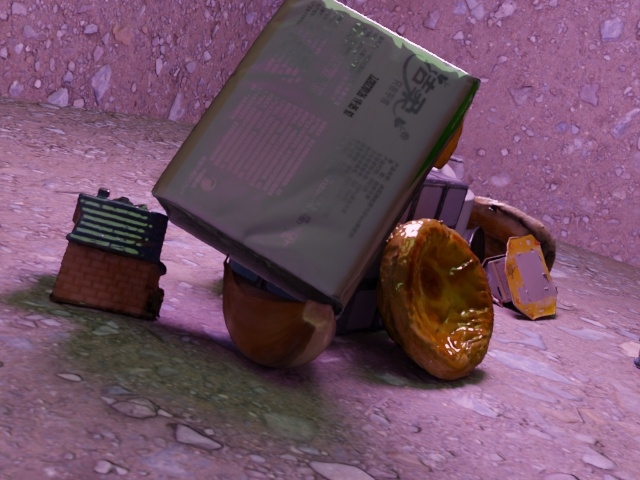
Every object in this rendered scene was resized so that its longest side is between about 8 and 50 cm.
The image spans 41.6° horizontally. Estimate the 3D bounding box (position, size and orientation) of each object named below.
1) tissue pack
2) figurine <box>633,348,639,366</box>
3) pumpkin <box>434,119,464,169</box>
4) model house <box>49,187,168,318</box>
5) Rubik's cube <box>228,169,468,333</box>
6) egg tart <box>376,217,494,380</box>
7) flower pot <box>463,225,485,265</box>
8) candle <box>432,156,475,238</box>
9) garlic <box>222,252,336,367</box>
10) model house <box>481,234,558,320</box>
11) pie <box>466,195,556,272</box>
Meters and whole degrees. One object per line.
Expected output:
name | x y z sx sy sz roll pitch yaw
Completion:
tissue pack | -0.005 -0.132 1.284 0.332 0.405 0.205 31 -15 8
figurine | 0.725 0.250 1.719 0.144 0.114 0.178 15 3 -10
pumpkin | 0.149 -0.202 1.641 0.139 0.190 0.280 27 58 40
model house | -0.312 0.004 1.301 0.166 0.172 0.183 12 11 -14
Rubik's cube | 0.055 -0.022 1.596 0.301 0.305 0.304 23 15 35
egg tart | 0.180 0.102 1.422 0.116 0.295 0.295 -18 -15 42
flower pot | 0.348 0.036 2.141 0.107 0.157 0.157 8 7 24
candle | 0.209 -0.036 1.810 0.221 0.342 0.221 13 16 -4
garlic | -0.072 0.123 1.214 0.207 0.115 0.128 23 -18 35
model house | 0.455 0.106 2.048 0.136 0.207 0.219 -23 -7 42
pie | 0.466 -0.009 2.218 0.339 0.077 0.339 28 -24 14
